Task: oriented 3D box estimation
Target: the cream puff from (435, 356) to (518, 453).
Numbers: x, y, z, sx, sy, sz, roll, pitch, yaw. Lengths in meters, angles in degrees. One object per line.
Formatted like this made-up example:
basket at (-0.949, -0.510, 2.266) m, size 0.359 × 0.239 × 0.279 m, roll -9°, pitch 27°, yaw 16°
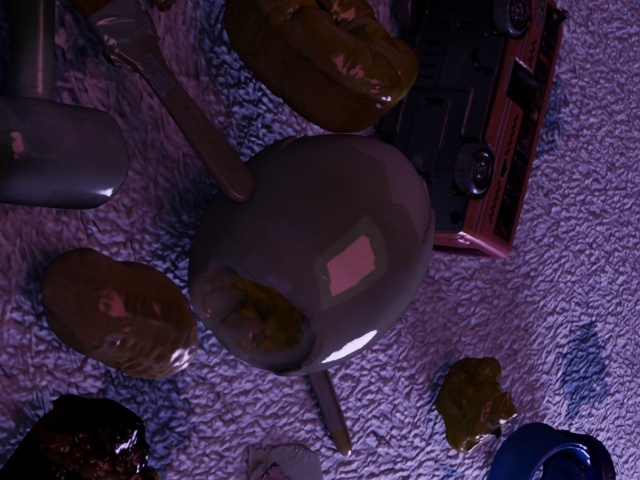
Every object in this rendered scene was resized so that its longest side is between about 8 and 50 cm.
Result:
cream puff at (0.244, 0.260, 2.234) m, size 0.121 × 0.156 × 0.156 m, roll -19°, pitch 116°, yaw -2°

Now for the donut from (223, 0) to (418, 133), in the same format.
donut at (-0.008, -0.252, 1.764) m, size 0.261 × 0.128 × 0.208 m, roll 48°, pitch 29°, yaw 10°

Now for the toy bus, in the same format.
toy bus at (0.219, -0.196, 2.076) m, size 0.233 × 0.203 × 0.426 m, roll 27°, pitch 75°, yaw -53°

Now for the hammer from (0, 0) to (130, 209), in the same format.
hammer at (-0.307, -0.203, 1.527) m, size 0.206 × 0.119 × 0.335 m, roll 3°, pitch 86°, yaw -52°

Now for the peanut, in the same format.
peanut at (-0.231, 0.084, 1.631) m, size 0.224 × 0.129 × 0.129 m, roll 31°, pitch 71°, yaw -47°

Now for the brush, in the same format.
brush at (-0.181, -0.183, 1.629) m, size 0.336 × 0.020 × 0.085 m, roll 53°, pitch 52°, yaw -9°

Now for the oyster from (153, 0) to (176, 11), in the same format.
oyster at (-0.165, -0.360, 1.708) m, size 0.105 × 0.056 × 0.177 m, roll 16°, pitch 81°, yaw -38°

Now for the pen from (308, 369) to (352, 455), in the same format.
pen at (0.006, 0.213, 2.003) m, size 0.040 × 0.032 × 0.233 m, roll -68°, pitch 145°, yaw -55°

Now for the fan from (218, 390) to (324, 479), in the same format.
fan at (-0.077, 0.317, 1.930) m, size 0.182 × 0.010 × 0.310 m, roll -51°, pitch 131°, yaw -32°

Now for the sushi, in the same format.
sushi at (-0.263, 0.259, 1.593) m, size 0.172 × 0.153 × 0.150 m, roll 35°, pitch 88°, yaw -26°

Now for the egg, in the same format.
egg at (0.000, 0.000, 1.773) m, size 0.336 × 0.278 × 0.278 m, roll -51°, pitch 130°, yaw -33°

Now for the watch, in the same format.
watch at (0.387, 0.412, 2.396) m, size 0.200 × 0.171 × 0.196 m, roll 2°, pitch 94°, yaw -35°
